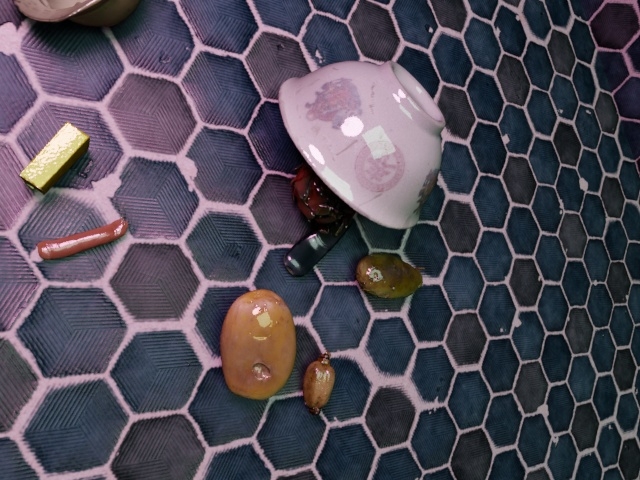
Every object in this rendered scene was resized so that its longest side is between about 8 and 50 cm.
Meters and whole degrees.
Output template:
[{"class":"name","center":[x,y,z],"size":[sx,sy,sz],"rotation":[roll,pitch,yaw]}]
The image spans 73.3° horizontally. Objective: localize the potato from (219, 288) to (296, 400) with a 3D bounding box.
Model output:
[{"class":"potato","center":[-0.127,0.220,0.910],"size":[0.151,0.146,0.233],"rotation":[6,99,15]}]

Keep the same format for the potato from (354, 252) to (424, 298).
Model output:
[{"class":"potato","center":[0.185,0.095,1.120],"size":[0.226,0.090,0.117],"rotation":[10,76,-35]}]

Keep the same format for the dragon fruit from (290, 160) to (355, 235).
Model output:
[{"class":"dragon fruit","center":[0.017,-0.122,0.995],"size":[0.182,0.182,0.188],"rotation":[52,35,-16]}]

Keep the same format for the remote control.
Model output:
[{"class":"remote control","center":[0.000,0.000,1.048],"size":[0.222,0.042,0.072],"rotation":[-44,105,-25]}]

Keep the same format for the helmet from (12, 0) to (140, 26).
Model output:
[{"class":"helmet","center":[-0.413,-0.471,0.799],"size":[0.204,0.137,0.257],"rotation":[36,86,16]}]

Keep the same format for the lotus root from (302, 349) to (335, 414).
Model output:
[{"class":"lotus root","center":[-0.004,0.330,1.013],"size":[0.072,0.063,0.151],"rotation":[15,85,-1]}]

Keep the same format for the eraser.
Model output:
[{"class":"eraser","center":[-0.469,-0.142,0.764],"size":[0.045,0.097,0.122],"rotation":[39,69,-24]}]

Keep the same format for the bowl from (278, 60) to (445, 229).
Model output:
[{"class":"bowl","center":[0.138,-0.251,0.936],"size":[0.435,0.196,0.434],"rotation":[32,36,-28]}]

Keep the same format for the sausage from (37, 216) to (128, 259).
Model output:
[{"class":"sausage","center":[-0.439,-0.002,0.806],"size":[0.158,0.036,0.041],"rotation":[-24,133,-28]}]
